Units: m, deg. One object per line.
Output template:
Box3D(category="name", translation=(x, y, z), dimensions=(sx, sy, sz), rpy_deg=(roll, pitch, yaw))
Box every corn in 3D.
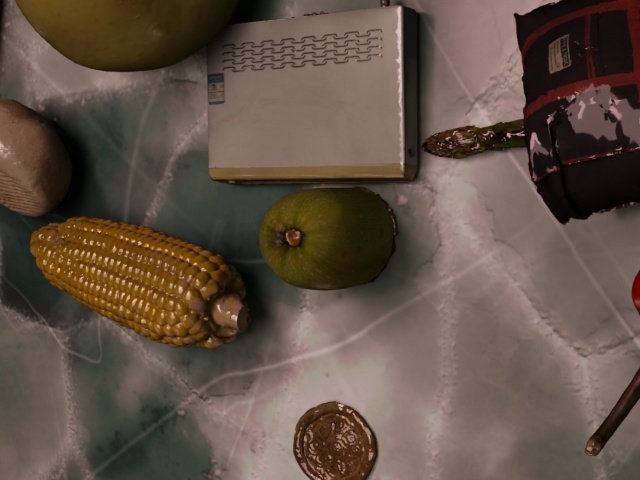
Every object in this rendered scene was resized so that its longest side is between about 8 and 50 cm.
Box3D(category="corn", translation=(-0.226, 0.046, 1.314), dimensions=(0.347, 0.130, 0.130), rpy_deg=(18, 102, 32))

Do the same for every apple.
Box3D(category="apple", translation=(-0.230, -0.324, 1.220), dimensions=(0.279, 0.279, 0.279), rpy_deg=(2, 94, 31))

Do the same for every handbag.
Box3D(category="handbag", translation=(0.274, -0.136, 0.972), dimensions=(0.169, 0.155, 0.215), rpy_deg=(-14, 58, 27))

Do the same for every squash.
Box3D(category="squash", translation=(0.000, 0.000, 1.145), dimensions=(0.123, 0.186, 0.123), rpy_deg=(2, 94, 24))

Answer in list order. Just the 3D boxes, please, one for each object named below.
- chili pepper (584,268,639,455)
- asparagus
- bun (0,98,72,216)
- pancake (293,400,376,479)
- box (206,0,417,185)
Box3D(category="chili pepper", translation=(0.355, 0.046, 0.952), dimensions=(0.338, 0.134, 0.131), rpy_deg=(-45, 56, 21))
Box3D(category="asparagus", translation=(0.181, -0.106, 1.113), dimensions=(0.165, 0.030, 0.036), rpy_deg=(-5, 104, 31))
Box3D(category="bun", translation=(-0.404, -0.120, 1.419), dimensions=(0.173, 0.167, 0.113), rpy_deg=(28, 64, 20))
Box3D(category="pancake", translation=(0.015, 0.242, 1.247), dimensions=(0.115, 0.011, 0.115), rpy_deg=(1, 92, 30))
Box3D(category="box", translation=(-0.013, -0.167, 1.219), dimensions=(0.270, 0.045, 0.211), rpy_deg=(-1, 92, 32))
